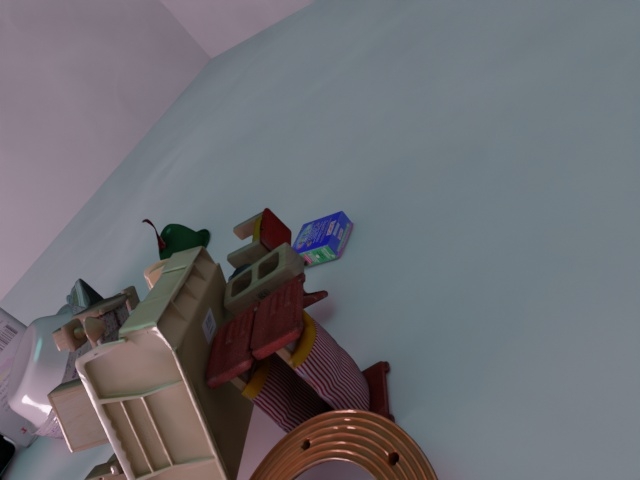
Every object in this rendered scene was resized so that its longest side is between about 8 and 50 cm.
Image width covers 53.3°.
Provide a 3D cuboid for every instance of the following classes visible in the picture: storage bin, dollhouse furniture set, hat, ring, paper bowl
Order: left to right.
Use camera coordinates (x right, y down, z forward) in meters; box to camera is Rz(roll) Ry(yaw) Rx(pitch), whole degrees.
[{"bbox_3d":[-0.575,0.277,1.384,0.284,0.148,0.284,-30,50,44],"label":"paper bowl"},{"bbox_3d":[-0.305,0.246,1.153,0.173,0.304,0.355,-17,8,8],"label":"dollhouse furniture set"},{"bbox_3d":[-0.403,-0.023,1.638,0.208,0.183,0.173,-17,37,41],"label":"hat"},{"bbox_3d":[-0.189,0.178,0.872,0.123,0.261,0.262,-14,19,8],"label":"storage bin"},{"bbox_3d":[-0.025,0.104,0.928,0.152,0.201,0.374,-33,27,19],"label":"dollhouse furniture set"},{"bbox_3d":[0.003,0.345,0.671,0.336,0.032,0.337,-31,41,31],"label":"ring"}]

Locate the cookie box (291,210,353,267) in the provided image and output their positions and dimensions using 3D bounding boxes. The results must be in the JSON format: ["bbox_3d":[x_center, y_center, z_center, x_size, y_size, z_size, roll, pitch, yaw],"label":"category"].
[{"bbox_3d":[0.000,0.000,1.216,0.107,0.040,0.092,-17,36,41],"label":"cookie box"}]

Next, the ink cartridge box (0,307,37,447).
[{"bbox_3d":[-0.756,0.306,1.509,0.131,0.306,0.226,3,51,55],"label":"ink cartridge box"}]

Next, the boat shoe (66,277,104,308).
[{"bbox_3d":[-0.636,0.202,1.713,0.103,0.118,0.320,-40,33,-4],"label":"boat shoe"}]

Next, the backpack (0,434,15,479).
[{"bbox_3d":[-0.807,0.519,1.428,0.144,0.166,0.188,-40,24,10],"label":"backpack"}]

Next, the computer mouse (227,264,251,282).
[{"bbox_3d":[-0.209,0.102,1.355,0.242,0.041,0.071,-35,29,18],"label":"computer mouse"}]
